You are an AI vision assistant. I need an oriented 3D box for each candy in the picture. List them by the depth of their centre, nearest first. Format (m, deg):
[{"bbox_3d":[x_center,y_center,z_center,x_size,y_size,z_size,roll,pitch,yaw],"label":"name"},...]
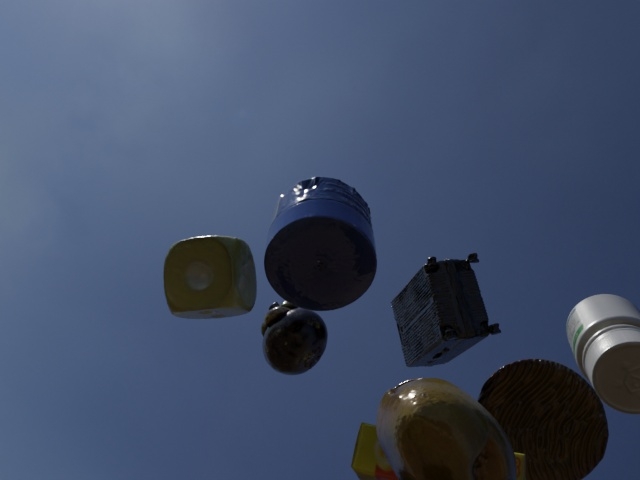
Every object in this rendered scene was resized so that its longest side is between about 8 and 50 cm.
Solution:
[{"bbox_3d":[0.201,0.396,0.988,0.276,0.088,0.146,5,-32,19],"label":"candy"}]

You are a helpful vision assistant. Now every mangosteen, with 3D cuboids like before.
[{"bbox_3d":[-0.086,0.254,1.578,0.217,0.192,0.192,43,-45,32],"label":"mangosteen"}]

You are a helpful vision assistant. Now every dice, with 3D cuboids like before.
[{"bbox_3d":[-0.245,0.087,1.313,0.169,0.169,0.166,-6,-104,10],"label":"dice"}]

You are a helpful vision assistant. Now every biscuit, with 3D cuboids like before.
[{"bbox_3d":[0.550,0.457,1.457,0.318,0.040,0.318,-5,-105,20],"label":"biscuit"}]

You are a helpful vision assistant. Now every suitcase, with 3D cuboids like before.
[{"bbox_3d":[0.330,0.207,1.603,0.335,0.152,0.230,114,-30,-62],"label":"suitcase"}]

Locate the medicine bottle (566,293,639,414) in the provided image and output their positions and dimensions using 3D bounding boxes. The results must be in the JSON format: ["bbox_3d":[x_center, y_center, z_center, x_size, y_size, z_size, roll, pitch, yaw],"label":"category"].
[{"bbox_3d":[0.492,0.182,0.958,0.139,0.237,0.139,3,-78,15],"label":"medicine bottle"}]

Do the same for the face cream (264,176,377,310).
[{"bbox_3d":[0.000,0.000,1.332,0.249,0.225,0.249,-1,-59,-1],"label":"face cream"}]

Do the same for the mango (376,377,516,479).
[{"bbox_3d":[0.135,0.225,0.643,0.167,0.130,0.262,46,-7,19],"label":"mango"}]
